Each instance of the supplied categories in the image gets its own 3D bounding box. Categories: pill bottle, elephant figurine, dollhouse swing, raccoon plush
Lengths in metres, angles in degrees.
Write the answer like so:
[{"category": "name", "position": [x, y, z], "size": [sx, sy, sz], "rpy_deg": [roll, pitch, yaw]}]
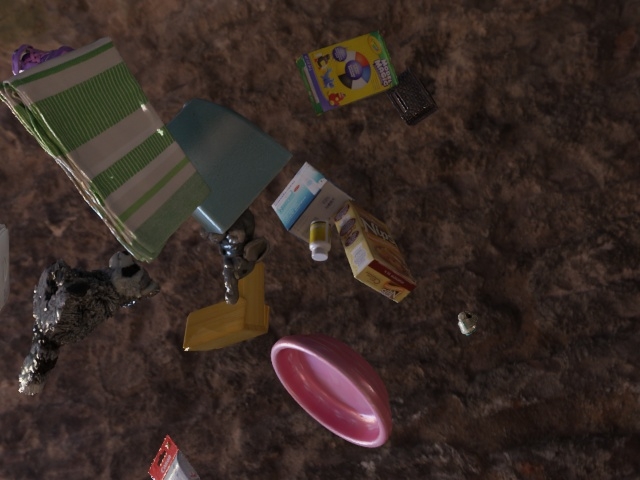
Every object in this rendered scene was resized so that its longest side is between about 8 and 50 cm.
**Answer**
[{"category": "pill bottle", "position": [0.000, 0.000, 1.463], "size": [0.065, 0.065, 0.116], "rpy_deg": [-10, -123, 19]}, {"category": "elephant figurine", "position": [-0.236, 0.028, 1.395], "size": [0.186, 0.239, 0.169], "rpy_deg": [-24, -146, -2]}, {"category": "dollhouse swing", "position": [-0.362, 0.230, 1.857], "size": [0.316, 0.347, 0.304], "rpy_deg": [-19, -104, 5]}, {"category": "raccoon plush", "position": [-0.697, 0.233, 1.471], "size": [0.216, 0.299, 0.446], "rpy_deg": [40, -74, 36]}]

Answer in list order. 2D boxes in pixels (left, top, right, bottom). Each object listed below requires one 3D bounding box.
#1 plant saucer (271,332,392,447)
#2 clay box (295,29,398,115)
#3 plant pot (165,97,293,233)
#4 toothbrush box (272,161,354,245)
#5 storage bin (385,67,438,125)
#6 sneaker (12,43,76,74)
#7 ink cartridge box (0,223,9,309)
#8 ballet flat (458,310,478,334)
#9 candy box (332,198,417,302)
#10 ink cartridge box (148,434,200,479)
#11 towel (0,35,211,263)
[{"category": "plant saucer", "position": [0.033, 0.337, 1.135], "size": [0.332, 0.331, 0.084], "rpy_deg": [18, -133, 36]}, {"category": "clay box", "position": [0.072, -0.373, 1.066], "size": [0.222, 0.127, 0.053], "rpy_deg": [-25, -169, -16]}, {"category": "plant pot", "position": [-0.266, -0.190, 1.161], "size": [0.247, 0.252, 0.248], "rpy_deg": [-51, -162, -12]}, {"category": "toothbrush box", "position": [-0.036, -0.132, 1.703], "size": [0.216, 0.126, 0.295], "rpy_deg": [-51, -156, 7]}, {"category": "storage bin", "position": [0.248, -0.383, 1.305], "size": [0.084, 0.122, 0.180], "rpy_deg": [-33, -179, 22]}, {"category": "sneaker", "position": [-0.511, -0.316, 0.893], "size": [0.237, 0.105, 0.095], "rpy_deg": [7, -115, 53]}, {"category": "ink cartridge box", "position": [-0.842, 0.061, 1.030], "size": [0.283, 0.207, 0.117], "rpy_deg": [7, -156, -18]}, {"category": "ballet flat", "position": [0.428, 0.230, 1.413], "size": [0.057, 0.168, 0.052], "rpy_deg": [-35, -97, 13]}, {"category": "candy box", "position": [0.157, 0.025, 1.468], "size": [0.087, 0.183, 0.316], "rpy_deg": [-45, -148, 21]}, {"category": "ink cartridge box", "position": [-0.430, 0.669, 1.371], "size": [0.179, 0.045, 0.145], "rpy_deg": [34, -79, 32]}, {"category": "towel", "position": [-0.324, -0.153, 0.802], "size": [0.038, 0.324, 0.247], "rpy_deg": [-15, -150, 28]}]
